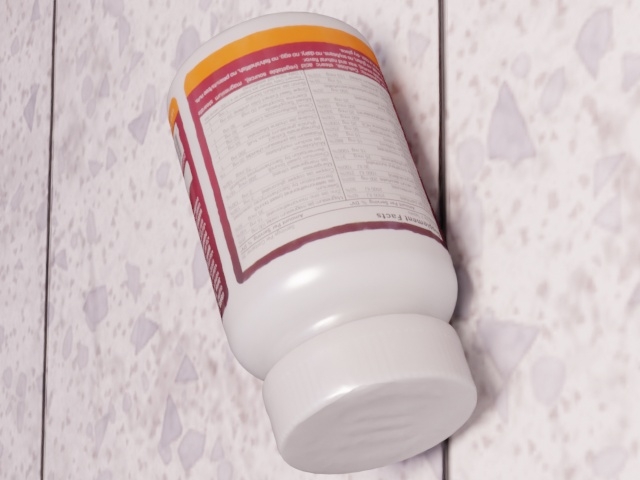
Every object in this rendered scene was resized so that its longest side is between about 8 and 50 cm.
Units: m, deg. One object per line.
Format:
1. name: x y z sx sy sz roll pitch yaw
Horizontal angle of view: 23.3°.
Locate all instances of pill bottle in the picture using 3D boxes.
1. pill bottle: 0.000 0.000 0.800 0.121 0.121 0.221 -49 48 41
